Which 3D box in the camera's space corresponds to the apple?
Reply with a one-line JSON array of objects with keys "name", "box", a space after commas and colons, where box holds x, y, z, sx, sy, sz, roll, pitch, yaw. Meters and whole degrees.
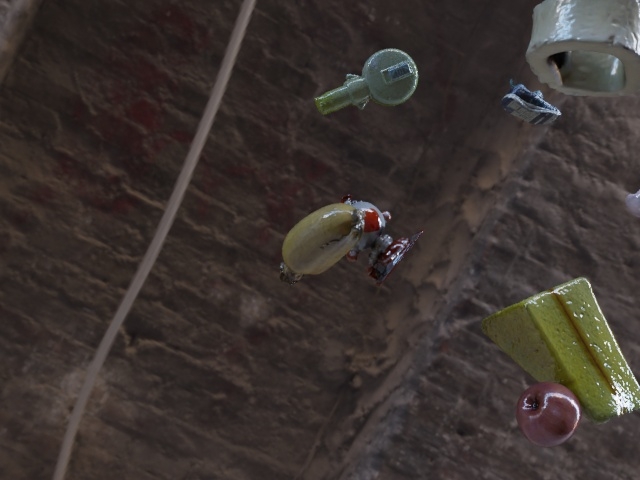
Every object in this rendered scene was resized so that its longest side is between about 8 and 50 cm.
[{"name": "apple", "box": [0.527, 0.403, 1.666, 0.120, 0.153, 0.153, 39, -5, -22]}]

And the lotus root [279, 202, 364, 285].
[{"name": "lotus root", "box": [-0.003, -0.002, 1.766, 0.146, 0.303, 0.131, 7, 55, -40]}]

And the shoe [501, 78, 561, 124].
[{"name": "shoe", "box": [0.487, -0.314, 1.643, 0.143, 0.071, 0.064, 21, -16, -7]}]

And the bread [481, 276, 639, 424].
[{"name": "bread", "box": [0.625, 0.307, 1.836, 0.362, 0.233, 0.245, 65, -28, 14]}]

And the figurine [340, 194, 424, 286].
[{"name": "figurine", "box": [0.121, -0.020, 1.878, 0.226, 0.183, 0.160, 38, -3, 1]}]

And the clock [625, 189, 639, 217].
[{"name": "clock", "box": [0.762, -0.045, 1.293, 0.326, 0.184, 0.342, 50, -5, 17]}]

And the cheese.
[{"name": "cheese", "box": [0.700, -0.496, 1.846, 0.292, 0.153, 0.332, 7, -14, 35]}]

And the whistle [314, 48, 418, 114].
[{"name": "whistle", "box": [0.086, -0.284, 1.317, 0.057, 0.198, 0.104, -171, -121, -83]}]
